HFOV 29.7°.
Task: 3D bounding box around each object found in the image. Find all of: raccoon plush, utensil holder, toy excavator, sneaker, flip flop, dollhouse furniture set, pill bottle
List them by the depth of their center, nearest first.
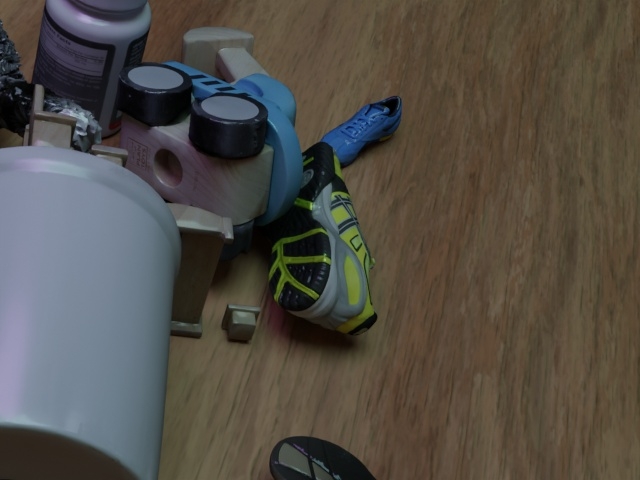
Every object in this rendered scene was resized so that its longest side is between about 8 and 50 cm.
[{"bbox_3d":[-0.328,0.136,1.367,0.328,0.327,0.385,10,44,-14],"label":"utensil holder"},{"bbox_3d":[0.050,0.344,1.510,0.277,0.080,0.112,31,35,-13],"label":"flip flop"},{"bbox_3d":[-0.227,-0.043,1.616,0.356,0.303,0.174,8,42,-17],"label":"dollhouse furniture set"},{"bbox_3d":[-0.469,-0.291,1.790,0.446,0.216,0.299,27,58,3],"label":"raccoon plush"},{"bbox_3d":[0.000,0.000,1.828,0.147,0.145,0.384,40,30,-30],"label":"sneaker"},{"bbox_3d":[-0.350,-0.310,1.857,0.161,0.283,0.161,13,42,-12],"label":"pill bottle"},{"bbox_3d":[-0.150,-0.192,1.883,0.433,0.222,0.445,26,32,29],"label":"toy excavator"},{"bbox_3d":[0.068,-0.195,2.077,0.069,0.082,0.209,41,46,17],"label":"sneaker"}]
